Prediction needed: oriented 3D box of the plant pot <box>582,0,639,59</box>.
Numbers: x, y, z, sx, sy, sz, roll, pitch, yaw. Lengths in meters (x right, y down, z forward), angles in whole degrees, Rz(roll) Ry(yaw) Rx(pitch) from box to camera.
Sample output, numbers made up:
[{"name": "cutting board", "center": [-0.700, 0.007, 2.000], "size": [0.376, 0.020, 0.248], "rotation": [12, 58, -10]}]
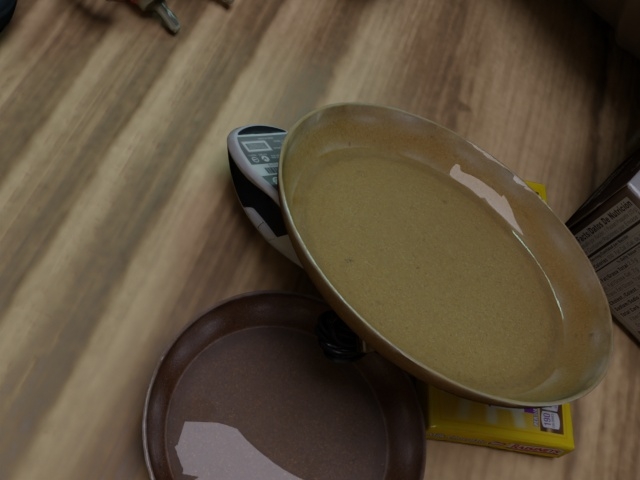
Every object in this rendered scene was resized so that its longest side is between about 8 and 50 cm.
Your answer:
[{"name": "plant pot", "center": [0.280, -0.350, 0.697], "size": [0.280, 0.323, 0.323], "rotation": [35, 54, 20]}]

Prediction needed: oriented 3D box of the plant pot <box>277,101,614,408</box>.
[{"name": "plant pot", "center": [0.075, 0.006, 0.489], "size": [0.236, 0.032, 0.236], "rotation": [21, 40, -19]}]

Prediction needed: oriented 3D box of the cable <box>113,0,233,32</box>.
[{"name": "cable", "center": [-0.178, -0.273, 0.573], "size": [0.287, 0.072, 0.139], "rotation": [44, 70, -2]}]

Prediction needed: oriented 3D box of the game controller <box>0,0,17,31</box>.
[{"name": "game controller", "center": [-0.293, -0.276, 0.528], "size": [0.166, 0.067, 0.319], "rotation": [4, 60, -34]}]

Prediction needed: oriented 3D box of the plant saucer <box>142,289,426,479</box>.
[{"name": "plant saucer", "center": [-0.020, 0.111, 0.460], "size": [0.168, 0.029, 0.168], "rotation": [10, 58, -17]}]

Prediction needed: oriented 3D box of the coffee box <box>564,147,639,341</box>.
[{"name": "coffee box", "center": [0.314, 0.035, 0.593], "size": [0.246, 0.098, 0.141], "rotation": [47, 55, 6]}]

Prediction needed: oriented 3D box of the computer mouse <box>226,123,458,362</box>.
[{"name": "computer mouse", "center": [0.000, 0.000, 0.508], "size": [0.106, 0.042, 0.193], "rotation": [-10, 53, -42]}]

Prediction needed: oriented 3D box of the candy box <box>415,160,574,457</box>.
[{"name": "candy box", "center": [0.117, 0.041, 0.554], "size": [0.105, 0.027, 0.206], "rotation": [10, 59, -13]}]
